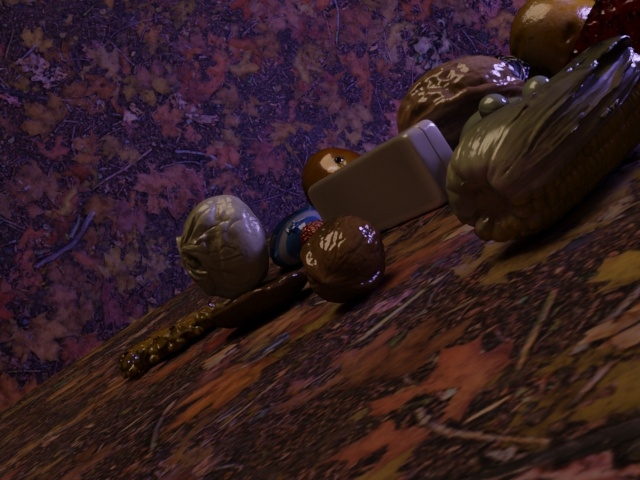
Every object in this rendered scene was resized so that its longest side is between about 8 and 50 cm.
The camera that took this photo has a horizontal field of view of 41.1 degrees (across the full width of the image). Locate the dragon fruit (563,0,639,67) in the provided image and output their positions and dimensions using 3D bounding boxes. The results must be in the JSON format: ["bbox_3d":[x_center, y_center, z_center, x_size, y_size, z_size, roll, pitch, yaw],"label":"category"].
[{"bbox_3d":[0.549,-0.377,1.335,0.205,0.152,0.317,-8,-54,-46],"label":"dragon fruit"}]

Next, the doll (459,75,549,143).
[{"bbox_3d":[0.263,-0.144,1.199,0.155,0.113,0.275,-24,-2,1],"label":"doll"}]

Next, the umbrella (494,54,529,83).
[{"bbox_3d":[0.355,-0.302,1.684,0.122,0.110,0.272,-26,27,23],"label":"umbrella"}]

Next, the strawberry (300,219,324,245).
[{"bbox_3d":[0.000,0.000,1.621,0.073,0.073,0.083,-32,29,3],"label":"strawberry"}]

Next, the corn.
[{"bbox_3d":[0.237,-0.107,0.847,0.122,0.123,0.305,4,30,44],"label":"corn"}]

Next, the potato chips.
[{"bbox_3d":[-0.093,0.096,1.346,0.202,0.049,0.150,-32,0,34],"label":"potato chips"}]

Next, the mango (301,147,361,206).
[{"bbox_3d":[0.036,-0.116,1.850,0.139,0.175,0.254,-35,5,-18],"label":"mango"}]

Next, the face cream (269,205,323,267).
[{"bbox_3d":[-0.046,-0.008,1.785,0.149,0.083,0.264,-57,7,-4],"label":"face cream"}]

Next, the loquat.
[{"bbox_3d":[0.506,-0.420,1.789,0.213,0.213,0.213,-32,5,3],"label":"loquat"}]

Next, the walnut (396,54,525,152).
[{"bbox_3d":[0.247,-0.219,1.492,0.245,0.198,0.198,-24,6,7],"label":"walnut"}]

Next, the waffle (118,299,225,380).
[{"bbox_3d":[-0.288,0.189,1.647,0.232,0.051,0.229,-33,2,-17],"label":"waffle"}]

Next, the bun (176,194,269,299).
[{"bbox_3d":[-0.214,0.022,1.812,0.145,0.229,0.229,-23,-1,-33],"label":"bun"}]

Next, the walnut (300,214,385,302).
[{"bbox_3d":[0.028,0.023,1.034,0.105,0.105,0.124,-30,6,30],"label":"walnut"}]

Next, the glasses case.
[{"bbox_3d":[0.105,-0.089,1.447,0.070,0.131,0.313,-35,5,-34],"label":"glasses case"}]
